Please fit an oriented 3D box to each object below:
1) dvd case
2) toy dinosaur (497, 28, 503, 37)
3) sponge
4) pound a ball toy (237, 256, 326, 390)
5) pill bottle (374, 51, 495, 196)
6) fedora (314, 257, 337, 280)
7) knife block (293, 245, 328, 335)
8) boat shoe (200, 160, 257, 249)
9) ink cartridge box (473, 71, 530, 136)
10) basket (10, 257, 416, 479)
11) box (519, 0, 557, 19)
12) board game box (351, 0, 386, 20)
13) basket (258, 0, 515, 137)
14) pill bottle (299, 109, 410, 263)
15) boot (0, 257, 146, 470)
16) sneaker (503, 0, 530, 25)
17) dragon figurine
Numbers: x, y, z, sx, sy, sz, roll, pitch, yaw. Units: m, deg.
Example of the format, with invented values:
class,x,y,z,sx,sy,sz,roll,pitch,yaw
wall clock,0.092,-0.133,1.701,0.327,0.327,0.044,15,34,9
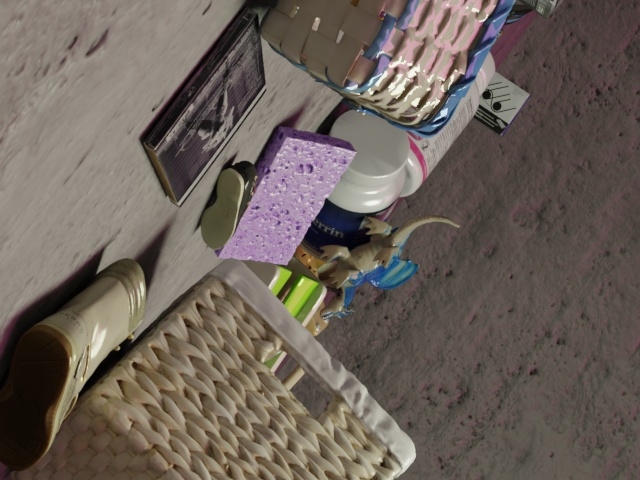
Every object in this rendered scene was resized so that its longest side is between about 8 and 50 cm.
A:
class,x,y,z,sx,sy,sz,roll,pitch,yaw
dvd case,-0.111,-0.128,1.267,0.164,0.018,0.221,-55,173,-10
toy dinosaur,0.234,-0.359,2.264,0.268,0.064,0.118,-31,-134,60
sponge,-0.051,-0.056,1.703,0.117,0.031,0.210,9,125,-36
pound a ball toy,-0.121,0.167,2.002,0.208,0.136,0.319,24,104,-47
pill bottle,0.168,-0.223,2.127,0.283,0.160,0.160,-52,173,-28
fedora,0.000,0.000,2.268,0.194,0.079,0.194,-37,-148,27
knife block,-0.119,0.112,2.204,0.088,0.242,0.276,-34,113,-75
boat shoe,-0.111,-0.042,1.552,0.042,0.049,0.133,-36,157,-46
ink cartridge box,0.286,-0.293,2.399,0.097,0.207,0.046,-55,173,7
basket,-0.133,0.259,1.486,0.266,0.328,0.331,-45,-177,-42
box,0.293,-0.428,1.901,0.056,0.183,0.231,-54,173,1
board game box,0.167,-0.435,1.475,0.318,0.066,0.319,-48,170,-45
basket,0.098,-0.236,1.249,0.289,0.201,0.255,12,110,-51
pill bottle,0.048,-0.086,2.000,0.153,0.153,0.265,-51,172,-31
boot,-0.255,0.125,1.277,0.213,0.077,0.165,-60,174,37
sneaker,0.380,-0.479,2.513,0.140,0.125,0.341,-52,173,24
dragon figurine,0.095,0.027,1.983,0.289,0.085,0.144,-32,158,17
